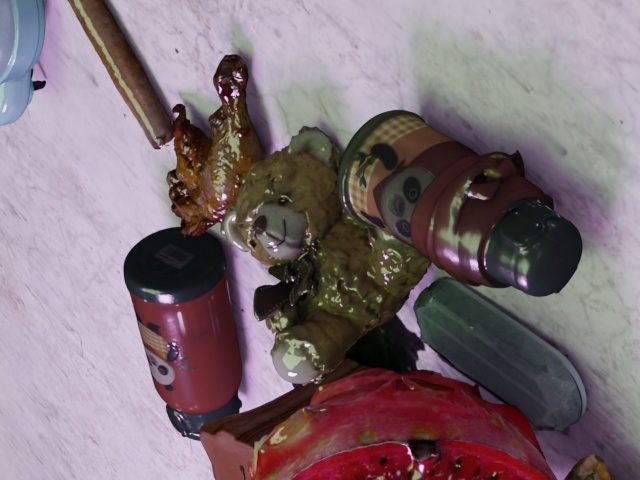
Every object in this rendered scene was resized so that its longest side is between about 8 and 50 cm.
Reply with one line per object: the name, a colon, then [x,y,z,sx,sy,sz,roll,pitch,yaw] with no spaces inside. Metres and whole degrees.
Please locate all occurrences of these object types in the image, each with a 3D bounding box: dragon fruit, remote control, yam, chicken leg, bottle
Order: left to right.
yam: [-0.270,-0.242,2.076,0.264,0.046,0.046,60,150,-7]
bottle: [-0.183,0.149,2.232,0.144,0.144,0.336,30,143,38]
chicken leg: [-0.136,-0.111,1.981,0.322,0.083,0.177,-33,75,63]
dragon fruit: [0.084,0.286,1.723,0.249,0.386,0.371,-95,11,-55]
bottle: [0.149,-0.037,1.570,0.271,0.143,0.156,31,167,41]
remote control: [0.198,0.129,1.744,0.247,0.052,0.104,35,142,38]

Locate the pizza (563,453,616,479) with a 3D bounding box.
pizza: [0.356,0.361,1.698,0.228,0.081,0.290,29,141,49]

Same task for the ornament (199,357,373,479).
ornament: [-0.005,0.274,2.006,0.235,0.217,0.221,50,149,13]

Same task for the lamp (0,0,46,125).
lamp: [-0.484,-0.300,2.229,0.209,0.147,0.284,28,140,37]

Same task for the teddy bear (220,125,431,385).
teddy bear: [0.000,0.000,1.808,0.256,0.156,0.267,47,109,15]
